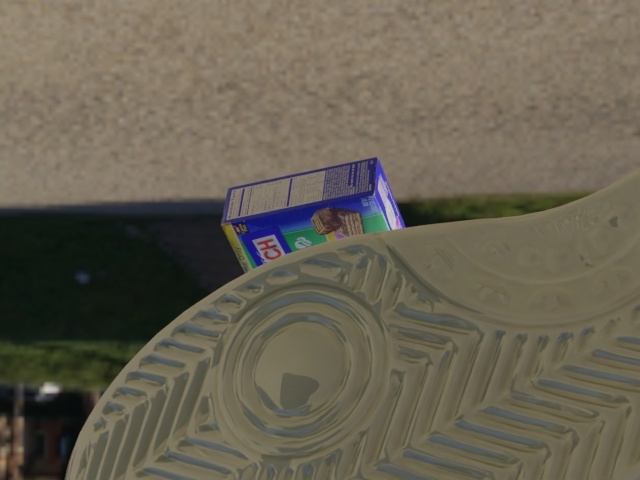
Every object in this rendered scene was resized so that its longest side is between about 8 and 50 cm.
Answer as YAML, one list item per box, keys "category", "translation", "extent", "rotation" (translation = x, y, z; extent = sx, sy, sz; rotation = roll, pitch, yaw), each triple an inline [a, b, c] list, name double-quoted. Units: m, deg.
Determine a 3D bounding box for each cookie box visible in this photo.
- category: "cookie box"
  translation: [0.000, 0.000, 0.887]
  extent: [0.107, 0.040, 0.092]
  rotation: [-11, 129, 17]

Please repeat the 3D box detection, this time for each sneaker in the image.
- category: "sneaker"
  translation: [0.090, 0.055, 0.442]
  extent: [0.350, 0.131, 0.148]
  rotation: [-22, 149, 10]
